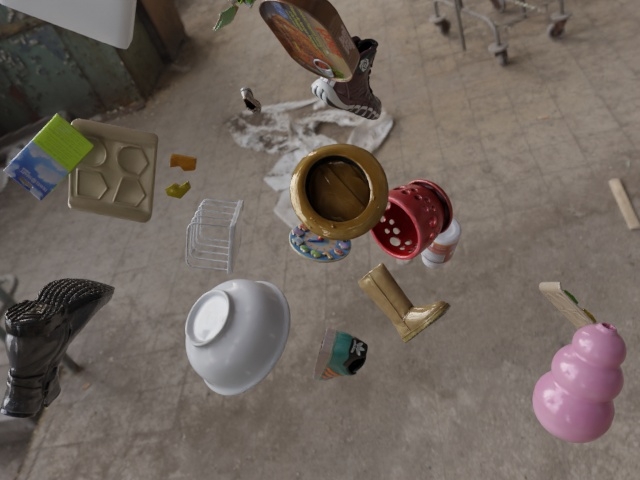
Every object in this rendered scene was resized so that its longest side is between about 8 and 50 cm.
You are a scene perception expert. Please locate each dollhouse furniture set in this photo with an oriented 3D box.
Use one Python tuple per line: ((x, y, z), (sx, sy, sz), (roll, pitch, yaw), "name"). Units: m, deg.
((-0.217, -0.599, 1.503), (0.151, 0.058, 0.076), (-43, 10, 51), "dollhouse furniture set")

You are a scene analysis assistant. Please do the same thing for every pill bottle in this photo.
((0.424, 0.012, 2.052), (0.121, 0.216, 0.121), (0, 60, 0), "pill bottle")

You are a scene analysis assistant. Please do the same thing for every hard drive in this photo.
((-0.402, -0.490, 0.910), (0.233, 0.353, 0.047), (18, 54, -12), "hard drive")

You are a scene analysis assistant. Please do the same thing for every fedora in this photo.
((0.037, -0.085, 1.077), (0.194, 0.079, 0.194), (-3, 74, 10), "fedora")

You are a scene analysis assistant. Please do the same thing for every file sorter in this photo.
((-0.396, -0.028, 2.182), (0.173, 0.193, 0.278), (7, 23, -3), "file sorter")

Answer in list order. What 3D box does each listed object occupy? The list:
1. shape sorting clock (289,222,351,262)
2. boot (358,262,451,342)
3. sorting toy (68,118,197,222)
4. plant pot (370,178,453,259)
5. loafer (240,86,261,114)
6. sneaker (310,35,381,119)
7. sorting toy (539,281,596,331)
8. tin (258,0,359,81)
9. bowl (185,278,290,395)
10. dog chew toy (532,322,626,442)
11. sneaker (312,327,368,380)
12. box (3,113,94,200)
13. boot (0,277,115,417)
((0.000, 0.000, 1.870), (0.206, 0.040, 0.206), (4, 36, -3), "shape sorting clock")
((0.277, 0.188, 1.954), (0.236, 0.269, 0.089), (-45, -17, 32), "boot")
((-0.468, -0.163, 1.431), (0.307, 0.229, 0.041), (11, 19, -3), "sorting toy")
((0.250, -0.068, 1.574), (0.191, 0.191, 0.174), (20, 43, 41), "plant pot")
((-0.211, -0.412, 1.736), (0.045, 0.125, 0.039), (-5, 69, 12), "loafer")
((0.102, -0.377, 1.325), (0.106, 0.162, 0.281), (38, 21, 19), "sneaker")
((0.781, 0.211, 1.789), (0.038, 0.193, 0.208), (-38, 84, 0), "sorting toy")
((-0.010, -0.276, 0.773), (0.106, 0.189, 0.040), (27, 86, 24), "tin")
((-0.227, 0.208, 1.377), (0.298, 0.134, 0.298), (-22, 50, 29), "bowl")
((0.702, 0.370, 1.529), (0.206, 0.332, 0.206), (12, 21, -5), "dog chew toy")
((0.052, 0.314, 1.497), (0.121, 0.302, 0.108), (16, 67, 3), "sneaker")
((-0.631, -0.194, 1.344), (0.178, 0.109, 0.042), (-48, 20, -5), "box")
((-0.567, 0.217, 1.234), (0.118, 0.223, 0.338), (13, 13, 9), "boot")
